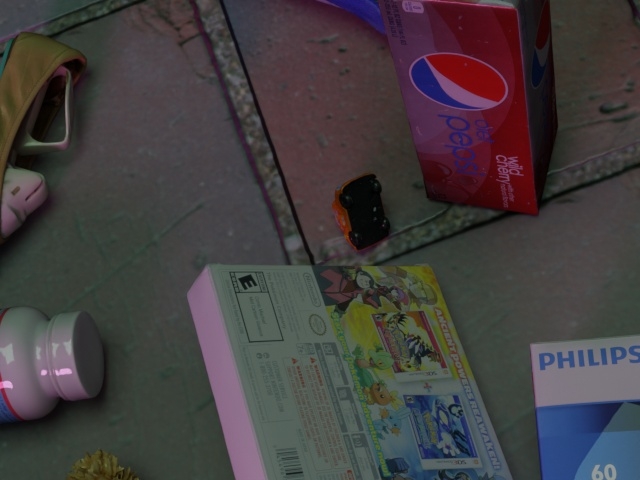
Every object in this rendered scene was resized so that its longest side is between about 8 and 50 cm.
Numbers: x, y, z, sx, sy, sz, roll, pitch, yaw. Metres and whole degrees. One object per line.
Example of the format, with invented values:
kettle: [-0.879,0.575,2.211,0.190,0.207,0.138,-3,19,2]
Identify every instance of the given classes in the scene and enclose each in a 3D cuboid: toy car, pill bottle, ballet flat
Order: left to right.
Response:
pill bottle: [-0.250,0.096,0.915,0.160,0.087,0.087,-8,63,8]
ballet flat: [-0.251,-0.072,1.007,0.073,0.080,0.232,11,68,2]
toy car: [0.000,0.000,0.924,0.122,0.060,0.040,-42,31,-16]

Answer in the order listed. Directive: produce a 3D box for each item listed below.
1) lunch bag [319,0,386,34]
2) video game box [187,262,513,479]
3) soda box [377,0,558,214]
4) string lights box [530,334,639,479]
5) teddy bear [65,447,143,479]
lunch bag: [0.048,-0.303,1.030,0.303,0.115,0.243,21,73,23]
video game box: [0.023,0.110,0.810,0.187,0.048,0.205,0,57,-30]
soda box: [0.110,-0.117,0.835,0.092,0.263,0.083,9,67,17]
string lights box: [0.179,0.202,0.736,0.076,0.133,0.260,-6,63,11]
teddy bear: [-0.157,0.226,0.781,0.338,0.113,0.245,13,24,23]
